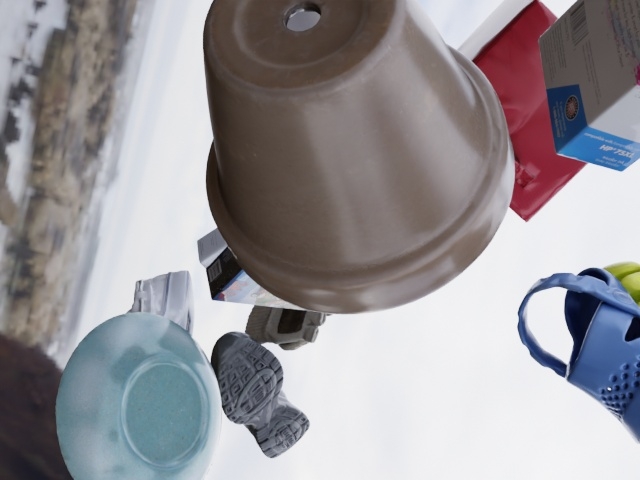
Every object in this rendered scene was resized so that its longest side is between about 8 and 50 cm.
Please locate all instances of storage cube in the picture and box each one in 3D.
[{"bbox_3d":[0.245,-0.169,1.334,0.193,0.184,0.215,-46,-171,15],"label":"storage cube"}]

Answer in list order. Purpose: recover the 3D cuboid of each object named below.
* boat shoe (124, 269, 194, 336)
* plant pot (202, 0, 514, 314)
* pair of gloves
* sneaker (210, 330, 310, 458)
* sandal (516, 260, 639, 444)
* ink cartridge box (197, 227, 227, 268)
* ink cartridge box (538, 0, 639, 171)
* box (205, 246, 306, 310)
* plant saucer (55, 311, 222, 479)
[{"bbox_3d":[-0.200,0.119,1.308,0.258,0.084,0.095,-92,177,-68],"label":"boat shoe"},{"bbox_3d":[0.015,-0.106,0.870,0.229,0.263,0.263,67,26,-58],"label":"plant pot"},{"bbox_3d":[-0.027,0.046,1.638,0.204,0.042,0.240,-3,-118,51],"label":"pair of gloves"},{"bbox_3d":[-0.113,0.215,1.645,0.130,0.109,0.286,43,-18,36],"label":"sneaker"},{"bbox_3d":[0.271,0.122,0.968,0.317,0.138,0.126,-124,-133,-57],"label":"sandal"},{"bbox_3d":[-0.095,0.009,1.530,0.122,0.088,0.052,-31,-143,14],"label":"ink cartridge box"},{"bbox_3d":[0.284,-0.175,0.914,0.231,0.078,0.134,-45,-141,50],"label":"ink cartridge box"},{"bbox_3d":[0.000,0.000,1.222,0.233,0.159,0.044,-43,-131,41],"label":"box"},{"bbox_3d":[-0.156,0.162,1.044,0.037,0.195,0.195,-12,-120,42],"label":"plant saucer"}]
